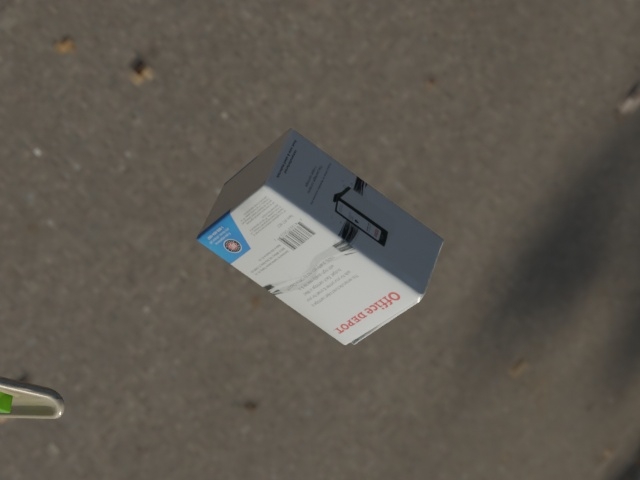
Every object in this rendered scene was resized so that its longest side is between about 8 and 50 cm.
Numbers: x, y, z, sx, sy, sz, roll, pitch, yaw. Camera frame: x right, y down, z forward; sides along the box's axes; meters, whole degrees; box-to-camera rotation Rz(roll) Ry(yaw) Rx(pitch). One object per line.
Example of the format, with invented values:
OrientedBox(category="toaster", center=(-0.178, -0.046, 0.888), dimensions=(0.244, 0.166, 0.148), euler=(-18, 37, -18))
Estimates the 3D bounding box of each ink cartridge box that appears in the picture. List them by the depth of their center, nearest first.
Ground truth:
OrientedBox(category="ink cartridge box", center=(0.000, 0.000, 1.776), dimensions=(0.148, 0.203, 0.086), euler=(-36, -156, 49))

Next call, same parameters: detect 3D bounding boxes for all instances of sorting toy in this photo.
OrientedBox(category="sorting toy", center=(-0.358, 0.126, 1.529), dimensions=(0.208, 0.193, 0.038), euler=(24, 72, -36))
